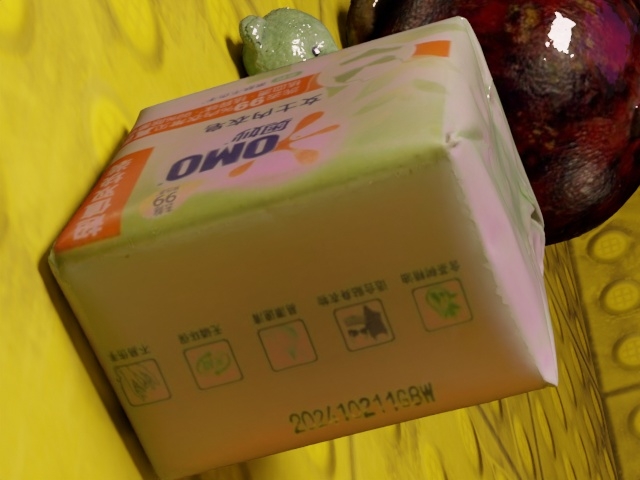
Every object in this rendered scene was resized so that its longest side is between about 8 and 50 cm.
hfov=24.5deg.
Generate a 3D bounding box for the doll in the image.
[{"bbox_3d":[-0.009,-0.092,1.049,0.115,0.077,0.150,-24,107,-65],"label":"doll"}]

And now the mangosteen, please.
[{"bbox_3d":[0.156,-0.148,1.392,0.306,0.359,0.306,-22,117,-52],"label":"mangosteen"}]

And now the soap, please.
[{"bbox_3d":[0.000,0.000,0.710,0.182,0.199,0.138,-76,148,-63],"label":"soap"}]
